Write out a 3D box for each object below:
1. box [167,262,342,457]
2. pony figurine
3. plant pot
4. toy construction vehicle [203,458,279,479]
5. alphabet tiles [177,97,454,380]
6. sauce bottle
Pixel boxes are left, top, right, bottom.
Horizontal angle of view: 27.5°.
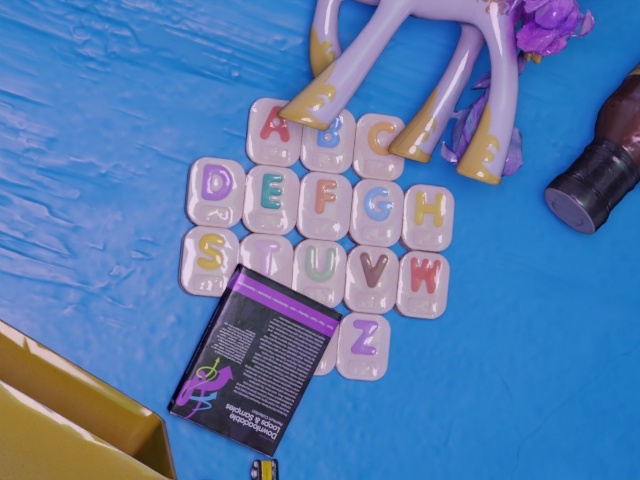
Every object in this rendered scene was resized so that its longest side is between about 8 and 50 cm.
[{"bbox_3d":[-0.065,0.119,1.297,0.116,0.029,0.162,27,86,-15],"label":"box"},{"bbox_3d":[0.159,-0.248,1.283,0.351,0.303,0.363,17,94,-3],"label":"pony figurine"},{"bbox_3d":[-0.271,0.209,1.162,0.212,0.212,0.187,33,90,-13],"label":"plant pot"},{"bbox_3d":[-0.082,0.267,1.291,0.086,0.035,0.098,0,83,-32],"label":"toy construction vehicle"},{"bbox_3d":[0.000,0.000,1.336,0.284,0.021,0.277,7,86,-16],"label":"alphabet tiles"},{"bbox_3d":[0.376,-0.147,1.407,0.111,0.111,0.344,45,78,-10],"label":"sauce bottle"}]
